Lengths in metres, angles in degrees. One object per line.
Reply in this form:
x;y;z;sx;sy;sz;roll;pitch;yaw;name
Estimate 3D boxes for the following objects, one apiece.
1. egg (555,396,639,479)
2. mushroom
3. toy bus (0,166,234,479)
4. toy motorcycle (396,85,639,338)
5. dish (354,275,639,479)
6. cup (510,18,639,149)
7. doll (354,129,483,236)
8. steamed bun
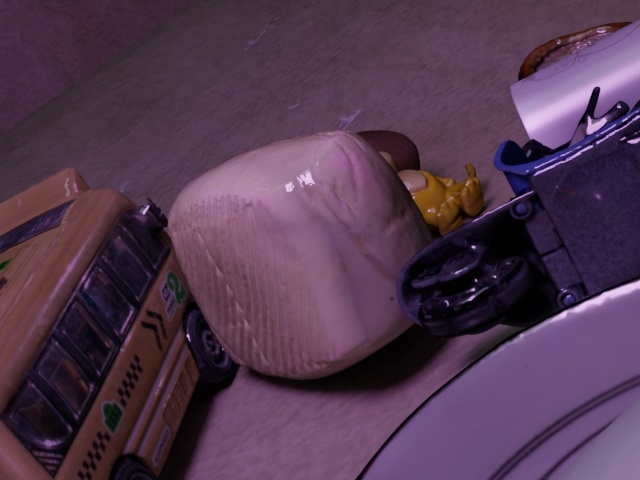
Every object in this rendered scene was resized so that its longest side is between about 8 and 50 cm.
0.181;0.133;0.365;0.389;0.276;0.276;-38;20;-5;egg
0.225;-0.143;1.275;0.123;0.052;0.123;-21;22;9;mushroom
-0.200;0.108;1.103;0.177;0.201;0.365;-26;20;21;toy bus
0.214;-0.039;0.963;0.359;0.125;0.212;-24;13;16;toy motorcycle
0.158;0.130;0.665;0.316;0.106;0.316;-26;21;11;dish
0.217;-0.106;1.131;0.133;0.099;0.136;-28;21;16;cup
0.047;-0.045;1.260;0.188;0.096;0.145;-10;35;26;doll
0.000;0.000;1.110;0.153;0.170;0.239;-32;10;-29;steamed bun
